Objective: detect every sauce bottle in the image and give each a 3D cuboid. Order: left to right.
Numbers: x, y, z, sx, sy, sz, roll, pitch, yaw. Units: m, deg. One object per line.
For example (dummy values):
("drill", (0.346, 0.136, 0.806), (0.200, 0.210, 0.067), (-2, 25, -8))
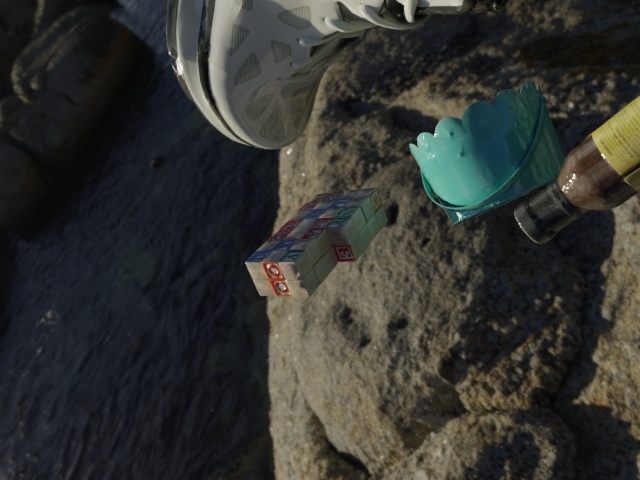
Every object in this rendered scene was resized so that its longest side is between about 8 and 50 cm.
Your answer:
("sauce bottle", (0.425, -0.120, 0.885), (0.344, 0.111, 0.111), (-41, 35, 33))

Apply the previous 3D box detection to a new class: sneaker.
("sneaker", (0.013, -0.189, 0.537), (0.258, 0.447, 0.169), (32, 64, 16))

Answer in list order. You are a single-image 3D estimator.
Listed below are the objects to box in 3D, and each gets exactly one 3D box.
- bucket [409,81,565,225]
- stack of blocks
("bucket", (0.327, -0.158, 1.225), (0.281, 0.281, 0.183), (-27, 84, 30))
("stack of blocks", (0.000, 0.000, 1.347), (0.171, 0.087, 0.297), (-3, 30, 35))
